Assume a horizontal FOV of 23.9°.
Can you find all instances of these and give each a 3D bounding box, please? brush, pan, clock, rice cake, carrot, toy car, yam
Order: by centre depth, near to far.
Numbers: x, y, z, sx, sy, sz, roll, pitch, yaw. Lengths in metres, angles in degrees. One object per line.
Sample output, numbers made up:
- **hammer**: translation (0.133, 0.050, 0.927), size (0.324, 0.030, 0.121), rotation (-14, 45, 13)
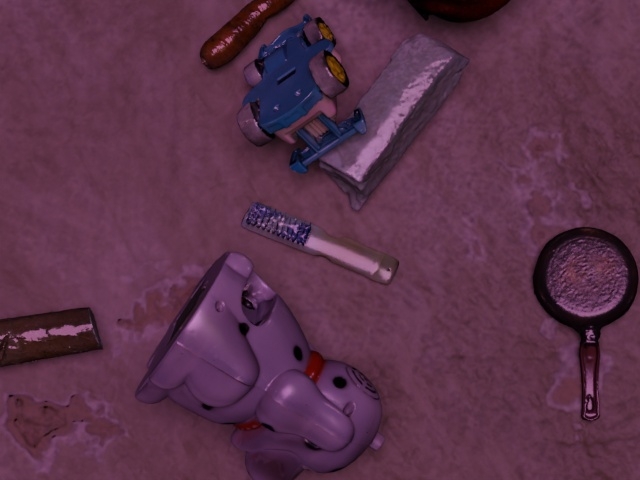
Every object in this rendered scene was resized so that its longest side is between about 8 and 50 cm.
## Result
- **clock**: translation (-0.048, 0.152, 1.578), size (0.254, 0.189, 0.189), rotation (39, 83, -10)
- **yam**: translation (-0.304, 0.105, 1.629), size (0.132, 0.054, 0.054), rotation (-9, 82, -2)
- **pan**: translation (0.288, 0.089, 1.636), size (0.115, 0.040, 0.212), rotation (-1, 81, 6)
- **toy car**: translation (-0.018, -0.161, 1.642), size (0.126, 0.161, 0.098), rotation (-32, 122, 20)
- **rice cake**: translation (0.076, -0.137, 1.655), size (0.069, 0.063, 0.206), rotation (38, 86, 24)
- **brush**: translation (0.000, 0.000, 1.656), size (0.178, 0.030, 0.033), rotation (22, 72, 4)
- **carrot**: translation (-0.072, -0.251, 1.691), size (0.165, 0.035, 0.035), rotation (-44, 84, -8)

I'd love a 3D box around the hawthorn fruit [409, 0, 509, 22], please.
- **hawthorn fruit**: translation (0.154, -0.360, 1.630), size (0.215, 0.215, 0.249), rotation (34, 76, 5)
